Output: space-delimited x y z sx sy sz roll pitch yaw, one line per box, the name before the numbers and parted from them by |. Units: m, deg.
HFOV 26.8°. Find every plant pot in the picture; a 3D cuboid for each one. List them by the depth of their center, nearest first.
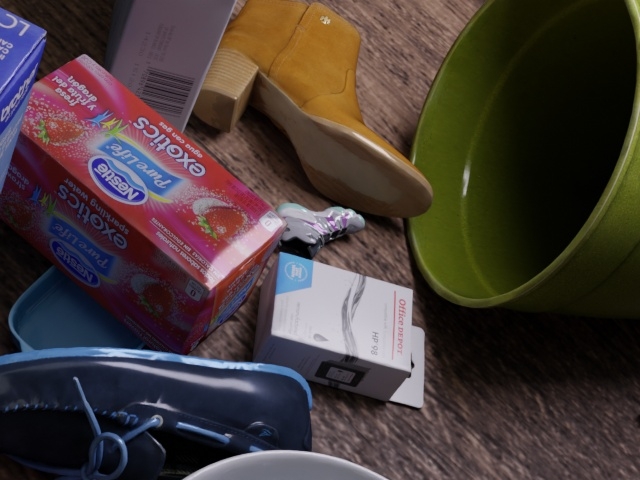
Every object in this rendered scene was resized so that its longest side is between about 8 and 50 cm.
plant pot | 0.337 -0.065 1.427 0.353 0.366 0.367 17 47 -28

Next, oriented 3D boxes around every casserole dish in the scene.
casserole dish | -0.207 0.067 1.241 0.114 0.037 0.188 37 48 5

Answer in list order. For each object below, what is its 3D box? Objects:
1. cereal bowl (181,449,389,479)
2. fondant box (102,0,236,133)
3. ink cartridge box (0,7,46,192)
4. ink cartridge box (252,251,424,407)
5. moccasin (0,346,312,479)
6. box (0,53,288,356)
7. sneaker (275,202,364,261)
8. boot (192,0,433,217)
cereal bowl | -0.025 0.342 1.038 0.339 0.141 0.339 13 50 -15
fondant box | -0.153 -0.294 1.415 0.096 0.238 0.330 13 50 -15
ink cartridge box | -0.382 -0.089 1.036 0.270 0.395 0.151 27 47 -4
ink cartridge box | 0.031 0.089 1.319 0.180 0.060 0.104 16 48 -13
moccasin | -0.153 0.161 1.126 0.342 0.138 0.117 3 62 -23
box | -0.175 -0.028 1.220 0.257 0.128 0.122 40 48 9
sneaker | 0.000 0.000 1.394 0.098 0.038 0.069 3 54 -11
boot | 0.017 -0.162 1.484 0.295 0.104 0.211 27 48 2
